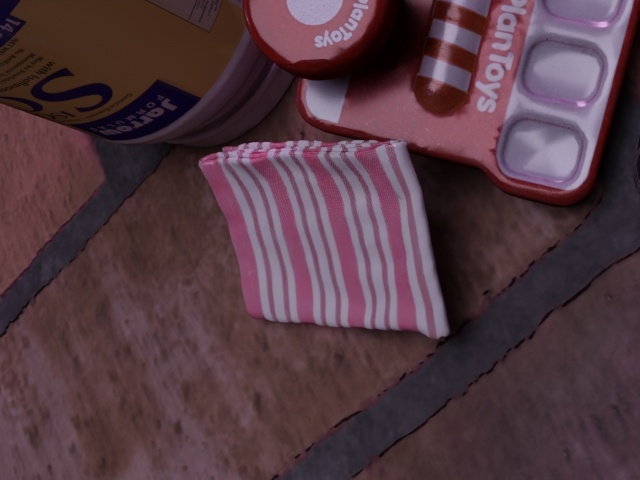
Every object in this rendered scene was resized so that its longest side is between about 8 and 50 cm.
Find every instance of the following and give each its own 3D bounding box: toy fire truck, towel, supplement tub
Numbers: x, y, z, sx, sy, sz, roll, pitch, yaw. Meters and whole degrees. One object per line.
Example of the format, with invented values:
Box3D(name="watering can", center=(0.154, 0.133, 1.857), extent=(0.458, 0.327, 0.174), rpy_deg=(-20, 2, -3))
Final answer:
Box3D(name="toy fire truck", center=(0.104, -0.193, 0.797), extent=(0.253, 0.169, 0.302), rpy_deg=(16, 89, 13))
Box3D(name="towel", center=(0.000, 0.000, 0.829), extent=(0.197, 0.029, 0.144), rpy_deg=(2, 115, 45))
Box3D(name="supplement tub", center=(-0.183, -0.208, 0.877), extent=(0.241, 0.331, 0.241), rpy_deg=(-9, 74, 34))

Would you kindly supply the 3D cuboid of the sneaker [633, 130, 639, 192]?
Box3D(name="sneaker", center=(0.223, -0.083, 0.731), extent=(0.047, 0.057, 0.119), rpy_deg=(20, 93, 35))
